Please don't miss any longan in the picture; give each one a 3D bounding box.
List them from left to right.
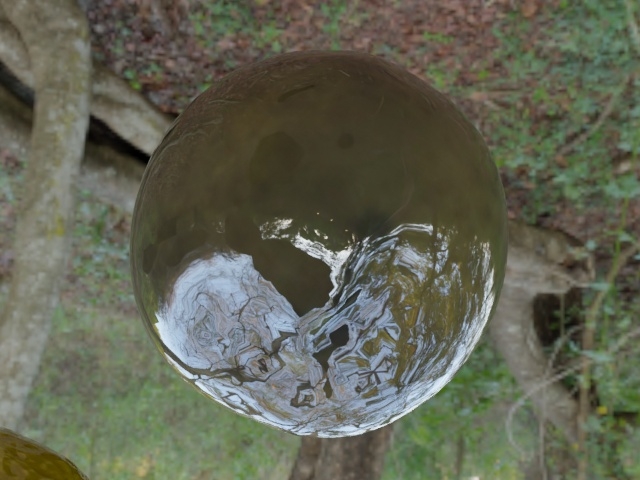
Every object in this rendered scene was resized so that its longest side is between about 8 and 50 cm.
[{"bbox_3d":[0.000,0.000,0.758,0.318,0.319,0.319,1,172,0],"label":"longan"}]

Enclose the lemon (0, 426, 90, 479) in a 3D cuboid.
[{"bbox_3d":[-0.185,0.213,0.406,0.245,0.245,0.320,2,-160,-3],"label":"lemon"}]
